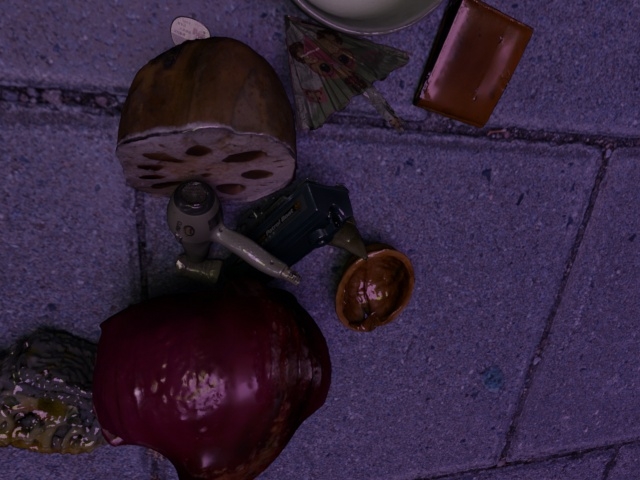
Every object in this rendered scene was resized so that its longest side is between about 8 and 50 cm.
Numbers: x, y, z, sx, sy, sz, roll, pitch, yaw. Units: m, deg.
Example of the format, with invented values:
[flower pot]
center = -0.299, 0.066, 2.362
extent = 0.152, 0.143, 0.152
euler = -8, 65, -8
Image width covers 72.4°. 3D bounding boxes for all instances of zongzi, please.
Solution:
[zongzi]
center = 0.000, 0.000, 0.810
extent = 0.154, 0.131, 0.062
euler = -12, 146, -10

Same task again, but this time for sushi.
[sushi]
center = -0.466, 0.279, 0.790
extent = 0.274, 0.139, 0.184
euler = 29, 105, -28

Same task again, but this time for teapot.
[teapot]
center = -0.229, 0.056, 0.813
extent = 0.083, 0.057, 0.067
euler = 19, 136, -17

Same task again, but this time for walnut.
[walnut]
center = 0.103, 0.082, 0.894
extent = 0.167, 0.087, 0.211
euler = -1, 123, -16

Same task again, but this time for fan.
[fan]
center = -0.200, -0.308, 0.685
extent = 0.060, 0.003, 0.080
euler = -11, 115, -10

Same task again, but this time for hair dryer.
[hair dryer]
center = -0.159, 0.011, 0.708
extent = 0.225, 0.219, 0.088
euler = 41, 63, -17

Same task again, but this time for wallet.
[wallet]
center = 0.274, -0.320, 0.800
extent = 0.160, 0.042, 0.196
euler = 14, 110, -16

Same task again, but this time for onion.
[onion]
center = -0.156, 0.280, 0.701
extent = 0.397, 0.421, 0.398
euler = -11, 156, -5

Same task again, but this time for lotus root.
[lotus root]
center = -0.166, -0.171, 0.638
extent = 0.271, 0.272, 0.192
euler = -4, 82, -14

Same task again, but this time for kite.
[kite]
center = 0.037, -0.266, 0.695
extent = 0.267, 0.013, 0.323
euler = 43, 56, 2

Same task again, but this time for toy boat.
[toy boat]
center = -0.078, -0.006, 0.767
extent = 0.296, 0.122, 0.114
euler = -36, 156, 33

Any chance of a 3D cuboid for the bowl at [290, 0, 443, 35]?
[bowl]
center = 0.051, -0.452, 0.606
extent = 0.306, 0.163, 0.308
euler = -6, 115, -13
